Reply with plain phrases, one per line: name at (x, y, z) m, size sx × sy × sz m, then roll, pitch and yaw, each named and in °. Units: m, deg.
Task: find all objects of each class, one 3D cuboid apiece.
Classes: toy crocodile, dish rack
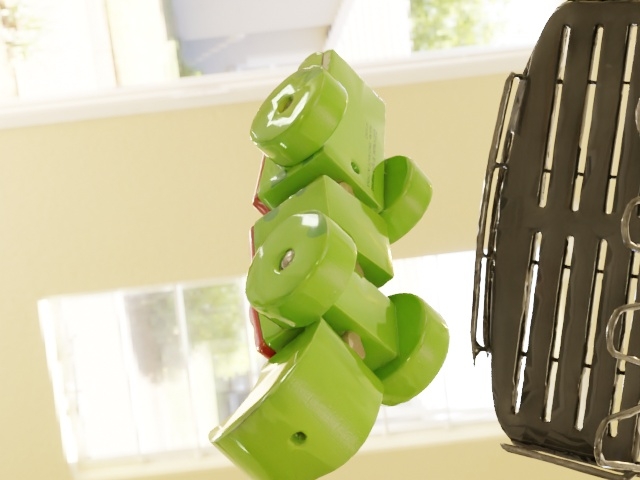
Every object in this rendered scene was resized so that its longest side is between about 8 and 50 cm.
toy crocodile at (0.000, 0.000, 0.727) m, size 0.115 × 0.105 × 0.341 m, roll 40°, pitch 32°, yaw -31°
dish rack at (0.159, 0.001, 0.382) m, size 0.074 × 0.271 × 0.208 m, roll 9°, pitch 89°, yaw -49°
